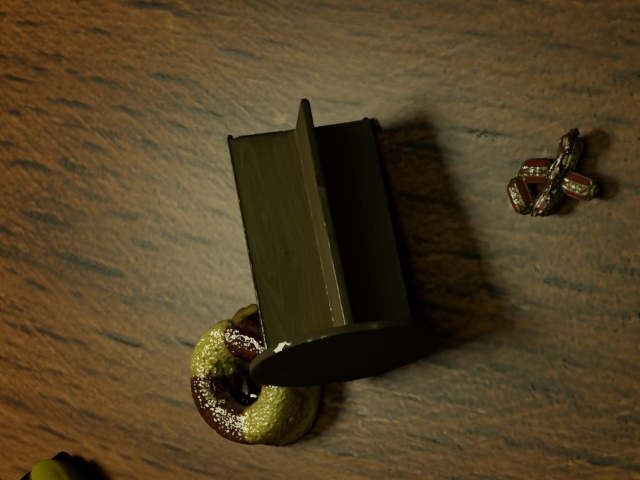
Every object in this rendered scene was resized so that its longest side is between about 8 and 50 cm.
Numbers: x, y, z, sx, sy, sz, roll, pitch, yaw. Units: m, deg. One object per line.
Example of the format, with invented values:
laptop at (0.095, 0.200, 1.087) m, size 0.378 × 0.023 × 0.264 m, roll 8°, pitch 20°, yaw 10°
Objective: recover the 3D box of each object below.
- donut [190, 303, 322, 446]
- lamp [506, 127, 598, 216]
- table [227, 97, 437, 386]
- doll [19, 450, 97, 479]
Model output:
donut at (-0.065, 0.130, 1.787) m, size 0.140 × 0.059 × 0.140 m, roll 3°, pitch 94°, yaw 39°
lamp at (0.194, -0.052, 1.611) m, size 0.083 × 0.031 × 0.063 m, roll -26°, pitch 74°, yaw 38°
table at (0.000, 0.000, 1.690) m, size 0.167 × 0.167 × 0.226 m, roll -24°, pitch 67°, yaw 34°
doll at (-0.239, 0.291, 1.899) m, size 0.249 × 0.127 × 0.088 m, roll 27°, pitch 140°, yaw 35°
